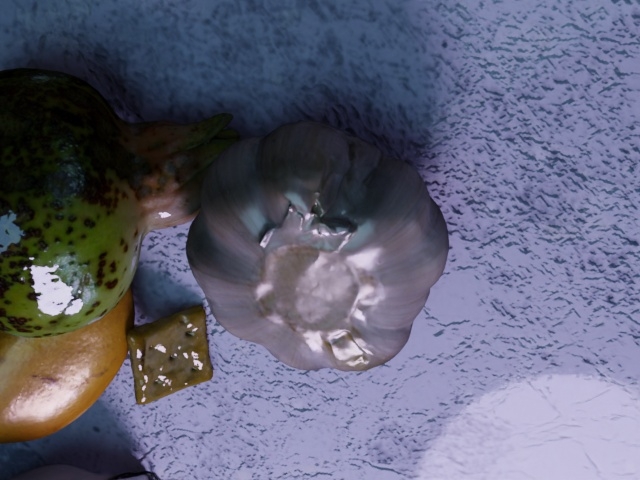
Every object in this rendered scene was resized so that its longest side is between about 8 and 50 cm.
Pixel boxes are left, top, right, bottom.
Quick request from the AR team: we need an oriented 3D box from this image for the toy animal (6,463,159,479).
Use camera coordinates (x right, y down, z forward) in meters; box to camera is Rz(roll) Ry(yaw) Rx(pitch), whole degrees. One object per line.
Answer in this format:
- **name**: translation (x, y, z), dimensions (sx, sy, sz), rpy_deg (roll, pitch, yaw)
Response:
- **toy animal**: translation (-0.341, 0.323, 1.539), dimensions (0.357, 0.194, 0.258), rpy_deg (-6, 157, 23)

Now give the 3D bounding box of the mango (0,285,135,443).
- **mango**: translation (-0.258, 0.101, 1.433), dimensions (0.219, 0.112, 0.145), rpy_deg (-40, 116, 16)

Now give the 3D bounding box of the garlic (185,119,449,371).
- **garlic**: translation (-0.004, 0.001, 1.286), dimensions (0.228, 0.152, 0.228), rpy_deg (8, 124, 12)

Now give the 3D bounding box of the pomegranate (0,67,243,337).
- **pomegranate**: translation (-0.212, -0.044, 1.319), dimensions (0.204, 0.276, 0.222), rpy_deg (8, 114, 52)

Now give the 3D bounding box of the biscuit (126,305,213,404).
- **biscuit**: translation (-0.140, 0.108, 1.437), dimensions (0.018, 0.081, 0.083), rpy_deg (36, 137, 50)
